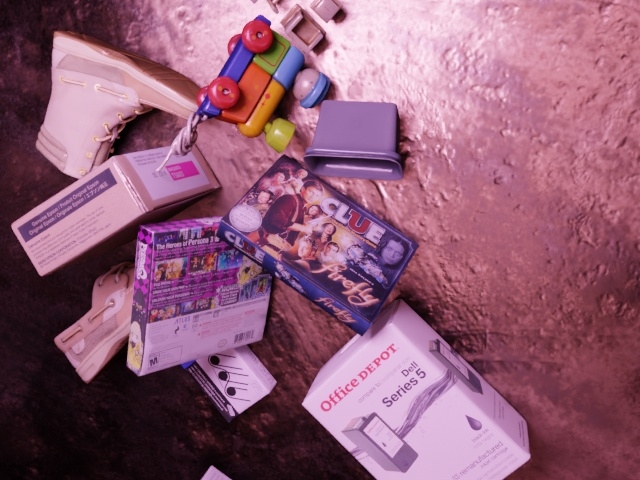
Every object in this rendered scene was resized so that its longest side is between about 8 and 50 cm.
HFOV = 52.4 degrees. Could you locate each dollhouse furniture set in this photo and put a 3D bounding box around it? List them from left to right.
[{"bbox_3d":[-0.011,-0.380,0.876,0.161,0.101,0.182,39,111,-24],"label":"dollhouse furniture set"}]

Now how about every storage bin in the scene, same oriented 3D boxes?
[{"bbox_3d":[0.054,-0.140,0.908,0.135,0.098,0.091,6,78,14],"label":"storage bin"}]

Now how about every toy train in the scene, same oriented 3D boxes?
[{"bbox_3d":[-0.099,-0.164,0.887,0.143,0.105,0.248,31,84,-20],"label":"toy train"}]

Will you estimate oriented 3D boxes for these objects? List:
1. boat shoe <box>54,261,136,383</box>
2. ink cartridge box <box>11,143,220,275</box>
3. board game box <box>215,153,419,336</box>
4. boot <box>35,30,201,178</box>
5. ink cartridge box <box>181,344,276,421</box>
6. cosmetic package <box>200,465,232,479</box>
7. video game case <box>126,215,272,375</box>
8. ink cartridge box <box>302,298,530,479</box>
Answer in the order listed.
[{"bbox_3d":[-0.315,0.094,1.040,0.110,0.121,0.341,45,111,-1],"label":"boat shoe"},{"bbox_3d":[-0.282,-0.052,0.933,0.193,0.234,0.088,-29,93,19],"label":"ink cartridge box"},{"bbox_3d":[0.000,0.000,0.914,0.243,0.165,0.042,34,142,4],"label":"board game box"},{"bbox_3d":[-0.306,-0.178,0.982,0.261,0.095,0.204,24,109,8],"label":"boot"},{"bbox_3d":[-0.176,0.187,1.067,0.097,0.046,0.207,-38,92,18],"label":"ink cartridge box"},{"bbox_3d":[-0.172,0.520,1.094,0.183,0.151,0.152,35,110,5],"label":"cosmetic package"},{"bbox_3d":[-0.164,0.070,0.943,0.041,0.232,0.210,23,112,38],"label":"video game case"},{"bbox_3d":[0.139,0.255,0.965,0.273,0.115,0.198,44,110,1],"label":"ink cartridge box"}]
